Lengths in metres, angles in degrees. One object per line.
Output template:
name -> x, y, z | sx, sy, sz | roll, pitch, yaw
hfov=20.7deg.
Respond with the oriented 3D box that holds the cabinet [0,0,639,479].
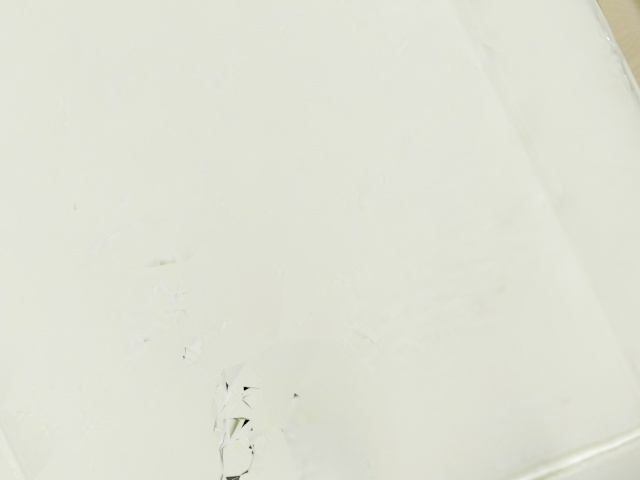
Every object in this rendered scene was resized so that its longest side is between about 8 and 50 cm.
cabinet -> 0.000, 0.000, 0.485 | 0.318, 0.227, 0.290 | 64, 17, 0
